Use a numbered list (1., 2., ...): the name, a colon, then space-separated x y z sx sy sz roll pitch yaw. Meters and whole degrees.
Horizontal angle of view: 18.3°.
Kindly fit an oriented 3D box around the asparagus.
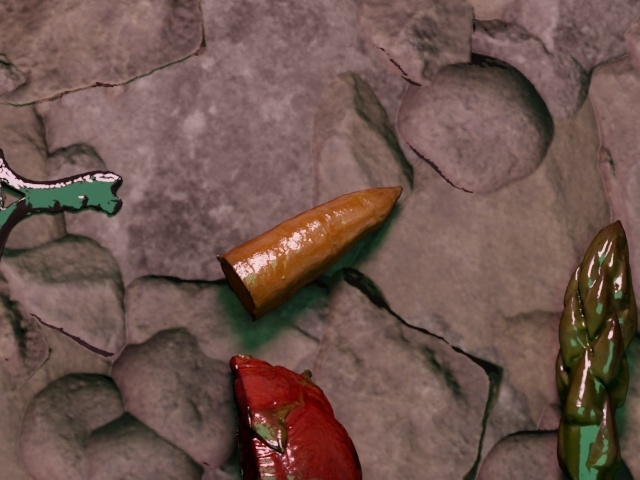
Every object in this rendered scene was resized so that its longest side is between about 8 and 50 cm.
1. asparagus: 0.263 0.117 1.920 0.080 0.080 0.287 11 79 -7

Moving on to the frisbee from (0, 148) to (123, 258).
1. frisbee: -0.280 -0.048 1.891 0.187 0.012 0.211 -7 77 -12

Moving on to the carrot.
1. carrot: 0.000 0.000 1.908 0.205 0.072 0.072 -30 84 -21

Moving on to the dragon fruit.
1. dragon fruit: -0.021 0.170 1.834 0.127 0.120 0.161 -5 73 -17
